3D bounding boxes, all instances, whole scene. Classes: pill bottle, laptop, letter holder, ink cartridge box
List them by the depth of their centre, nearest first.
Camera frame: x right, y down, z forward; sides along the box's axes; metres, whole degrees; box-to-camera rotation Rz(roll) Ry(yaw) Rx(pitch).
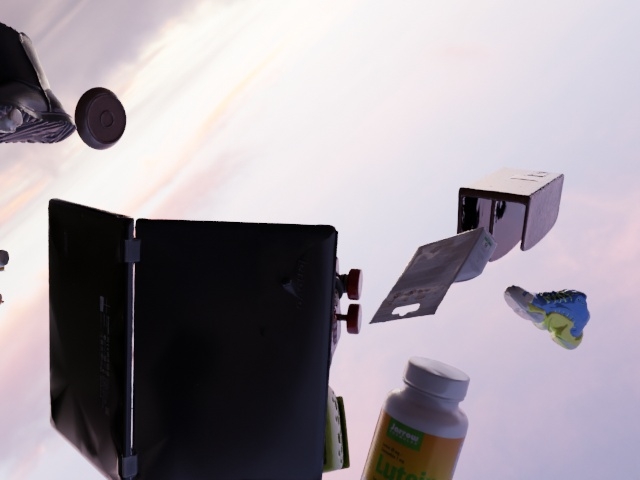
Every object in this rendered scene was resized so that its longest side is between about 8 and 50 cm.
[{"bbox_3d":[-0.211,0.144,0.940,0.408,0.236,0.381,12,-78,44],"label":"laptop"},{"bbox_3d":[0.152,0.316,0.992,0.136,0.137,0.245,23,-81,60],"label":"pill bottle"},{"bbox_3d":[0.212,0.082,1.186,0.181,0.056,0.224,-20,-152,52],"label":"ink cartridge box"},{"bbox_3d":[0.433,-0.034,1.440,0.152,0.214,0.302,11,-160,31],"label":"letter holder"}]

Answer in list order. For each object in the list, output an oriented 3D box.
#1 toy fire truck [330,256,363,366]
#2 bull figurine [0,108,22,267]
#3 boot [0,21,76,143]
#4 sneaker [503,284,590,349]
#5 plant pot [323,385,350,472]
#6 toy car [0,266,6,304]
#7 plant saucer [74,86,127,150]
[{"bbox_3d":[0.026,0.214,1.892,0.170,0.302,0.254,4,-154,11],"label":"toy fire truck"},{"bbox_3d":[-0.477,-0.091,0.764,0.189,0.310,0.101,-1,176,9],"label":"bull figurine"},{"bbox_3d":[-0.540,-0.268,1.047,0.094,0.207,0.246,-33,174,18],"label":"boot"},{"bbox_3d":[0.518,0.140,1.423,0.126,0.240,0.091,-54,-156,-4],"label":"sneaker"},{"bbox_3d":[-0.042,0.519,1.697,0.227,0.207,0.228,-14,-115,18],"label":"plant pot"},{"bbox_3d":[-0.693,0.107,1.350,0.122,0.041,0.060,-53,-137,38],"label":"toy car"},{"bbox_3d":[-0.577,-0.324,1.685,0.029,0.168,0.168,11,-123,30],"label":"plant saucer"}]
